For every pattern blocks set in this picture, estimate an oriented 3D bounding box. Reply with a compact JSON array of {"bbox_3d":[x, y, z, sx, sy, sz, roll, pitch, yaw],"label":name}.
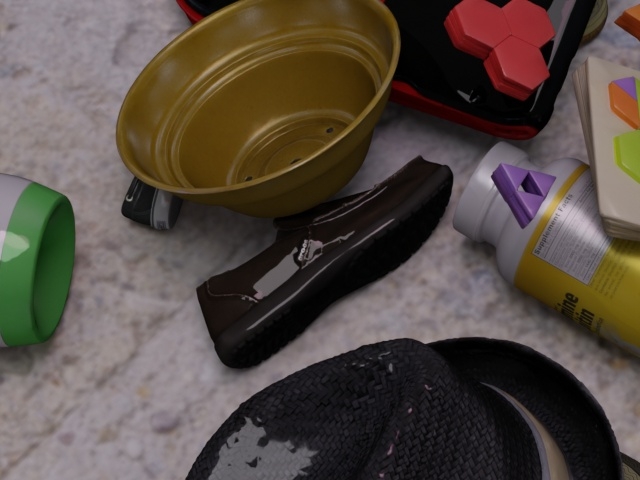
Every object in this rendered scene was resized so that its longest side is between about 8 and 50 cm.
[{"bbox_3d":[0.255,-0.054,1.221,0.324,0.026,0.285,1,60,-28],"label":"pattern blocks set"}]

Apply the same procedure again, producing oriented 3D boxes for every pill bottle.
[{"bbox_3d":[0.191,0.005,1.264,0.184,0.103,0.103,31,70,16],"label":"pill bottle"}]

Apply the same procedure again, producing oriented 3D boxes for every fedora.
[{"bbox_3d":[0.020,0.176,1.106,0.334,0.152,0.334,-19,48,23],"label":"fedora"}]

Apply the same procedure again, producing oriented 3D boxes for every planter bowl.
[{"bbox_3d":[-0.031,-0.081,1.278,0.217,0.090,0.217,-15,41,14],"label":"planter bowl"}]

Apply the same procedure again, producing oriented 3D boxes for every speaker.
[{"bbox_3d":[-0.335,-0.001,1.284,0.296,0.131,0.131,8,66,7],"label":"speaker"}]

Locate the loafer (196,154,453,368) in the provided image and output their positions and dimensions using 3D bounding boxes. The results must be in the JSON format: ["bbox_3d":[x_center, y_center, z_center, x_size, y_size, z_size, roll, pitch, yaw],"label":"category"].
[{"bbox_3d":[0.000,0.000,1.289,0.220,0.080,0.078,-35,69,-12],"label":"loafer"}]

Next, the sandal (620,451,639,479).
[{"bbox_3d":[0.097,0.244,1.172,0.303,0.086,0.120,-39,43,4],"label":"sandal"}]

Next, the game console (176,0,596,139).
[{"bbox_3d":[0.082,-0.300,1.358,0.342,0.060,0.387,21,88,19],"label":"game console"}]

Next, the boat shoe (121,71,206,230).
[{"bbox_3d":[-0.115,-0.076,1.350,0.040,0.049,0.142,12,68,9],"label":"boat shoe"}]

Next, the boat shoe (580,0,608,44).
[{"bbox_3d":[0.144,-0.284,1.407,0.104,0.089,0.285,-29,67,-9],"label":"boat shoe"}]
